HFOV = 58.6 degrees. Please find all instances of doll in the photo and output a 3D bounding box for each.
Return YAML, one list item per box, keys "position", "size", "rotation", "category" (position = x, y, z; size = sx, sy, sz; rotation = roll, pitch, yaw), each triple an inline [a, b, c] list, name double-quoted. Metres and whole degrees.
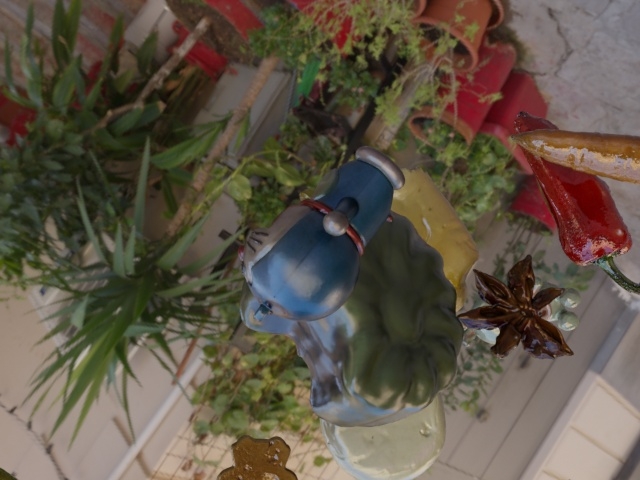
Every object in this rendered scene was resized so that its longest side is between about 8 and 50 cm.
- position: [0.447, 0.167, 1.307]
  size: [0.113, 0.274, 0.155]
  rotation: [-88, -19, -61]
  category: "doll"
- position: [0.000, 0.000, 0.425]
  size: [0.085, 0.152, 0.114]
  rotation: [39, 166, 2]
  category: "doll"

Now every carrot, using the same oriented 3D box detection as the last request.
- position: [0.392, -0.139, 0.862]
  size: [0.205, 0.072, 0.072]
  rotation: [16, 172, 17]
  category: "carrot"

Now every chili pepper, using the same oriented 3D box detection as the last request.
- position: [0.430, -0.070, 0.965]
  size: [0.110, 0.110, 0.388]
  rotation: [39, -149, -61]
  category: "chili pepper"

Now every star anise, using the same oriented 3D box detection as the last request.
- position: [0.348, 0.137, 1.031]
  size: [0.111, 0.196, 0.213]
  rotation: [-32, 80, 60]
  category: "star anise"

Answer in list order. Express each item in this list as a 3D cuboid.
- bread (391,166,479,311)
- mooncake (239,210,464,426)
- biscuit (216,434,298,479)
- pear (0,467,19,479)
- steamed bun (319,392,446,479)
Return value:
- position: [0.231, 0.044, 1.535]
  size: [0.394, 0.250, 0.361]
  rotation: [62, 160, 14]
  category: "bread"
- position: [0.065, 0.097, 0.874]
  size: [0.351, 0.351, 0.187]
  rotation: [34, 134, -17]
  category: "mooncake"
- position: [-0.143, 0.567, 1.280]
  size: [0.184, 0.249, 0.035]
  rotation: [4, 169, -9]
  category: "biscuit"
- position: [-0.722, 0.554, 1.091]
  size: [0.294, 0.294, 0.294]
  rotation: [33, 177, 2]
  category: "pear"
- position: [0.159, 0.483, 1.523]
  size: [0.333, 0.312, 0.233]
  rotation: [-3, 164, -8]
  category: "steamed bun"
